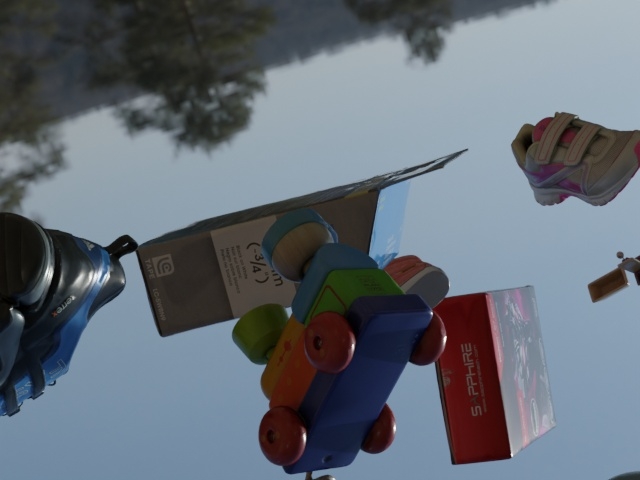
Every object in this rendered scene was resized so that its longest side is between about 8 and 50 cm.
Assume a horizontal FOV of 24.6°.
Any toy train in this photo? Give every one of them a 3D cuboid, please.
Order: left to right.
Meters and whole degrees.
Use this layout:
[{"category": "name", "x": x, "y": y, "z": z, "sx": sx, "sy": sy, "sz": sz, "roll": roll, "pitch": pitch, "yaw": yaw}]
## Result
[{"category": "toy train", "x": -0.021, "y": 0.108, "z": 1.085, "sx": 0.105, "sy": 0.248, "sz": 0.143, "roll": 0, "pitch": -142, "yaw": -39}]

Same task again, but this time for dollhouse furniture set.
[{"category": "dollhouse furniture set", "x": 0.426, "y": 0.065, "z": 2.111, "sx": 0.114, "sy": 0.091, "sz": 0.081, "roll": -33, "pitch": 143, "yaw": 33}]

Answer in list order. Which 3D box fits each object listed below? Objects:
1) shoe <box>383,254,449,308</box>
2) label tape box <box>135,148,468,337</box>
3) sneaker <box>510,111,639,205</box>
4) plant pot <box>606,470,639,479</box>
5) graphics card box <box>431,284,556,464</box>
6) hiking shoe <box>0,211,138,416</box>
[{"category": "shoe", "x": 0.075, "y": 0.085, "z": 1.851, "sx": 0.178, "sy": 0.063, "sz": 0.081, "roll": -36, "pitch": -153, "yaw": -10}, {"category": "label tape box", "x": 0.000, "y": 0.000, "z": 1.584, "sx": 0.334, "sy": 0.105, "sz": 0.240, "roll": -14, "pitch": -175, "yaw": 14}, {"category": "sneaker", "x": 0.335, "y": -0.114, "z": 1.947, "sx": 0.103, "sy": 0.111, "sz": 0.252, "roll": -53, "pitch": -160, "yaw": -22}, {"category": "plant pot", "x": 0.486, "y": 0.430, "z": 1.871, "sx": 0.290, "sy": 0.290, "sz": 0.195, "roll": -26, "pitch": -179, "yaw": -34}, {"category": "graphics card box", "x": 0.256, "y": 0.188, "z": 2.146, "sx": 0.094, "sy": 0.232, "sz": 0.371, "roll": -10, "pitch": 176, "yaw": 17}, {"category": "hiking shoe", "x": -0.264, "y": 0.113, "z": 1.154, "sx": 0.132, "sy": 0.113, "sz": 0.304, "roll": 12, "pitch": 127, "yaw": -49}]
